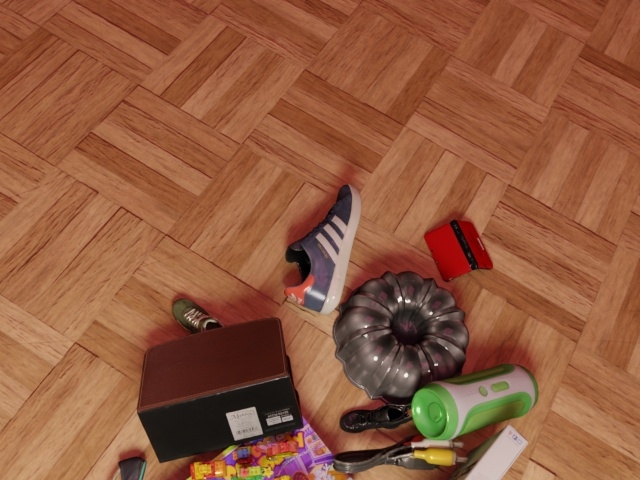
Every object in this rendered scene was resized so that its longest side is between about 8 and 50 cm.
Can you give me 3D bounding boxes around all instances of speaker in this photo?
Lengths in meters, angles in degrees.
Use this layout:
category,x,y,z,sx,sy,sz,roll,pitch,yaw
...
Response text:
category,x,y,z,sx,sy,sz,roll,pitch,yaw
speaker,0.340,0.348,1.559,0.296,0.131,0.131,-4,60,-37

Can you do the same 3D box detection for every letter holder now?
category,x,y,z,sx,sy,sz,roll,pitch,yaw
letter holder,-0.206,0.300,1.493,0.301,0.152,0.214,-14,31,-1

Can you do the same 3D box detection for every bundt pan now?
category,x,y,z,sx,sy,sz,roll,pitch,yaw
bundt pan,0.198,0.209,1.660,0.330,0.124,0.331,5,60,-8

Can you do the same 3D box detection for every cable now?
category,x,y,z,sx,sy,sz,roll,pitch,yaw
cable,0.157,0.435,1.506,0.287,0.139,0.072,7,100,-17

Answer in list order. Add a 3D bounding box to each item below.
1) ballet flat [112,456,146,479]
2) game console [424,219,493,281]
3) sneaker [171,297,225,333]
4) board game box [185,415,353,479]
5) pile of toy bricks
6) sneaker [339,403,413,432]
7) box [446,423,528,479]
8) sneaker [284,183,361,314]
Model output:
category,x,y,z,sx,sy,sz,roll,pitch,yaw
ballet flat,-0.391,0.526,1.409,0.074,0.074,0.203,6,55,-7
game console,0.357,0.028,1.850,0.124,0.085,0.144,4,56,-44
sneaker,-0.258,0.187,1.607,0.192,0.086,0.064,42,63,13
board game box,-0.128,0.526,1.451,0.347,0.078,0.233,-34,72,-24
pile of toy bricks,-0.140,0.453,1.382,0.212,0.105,0.118,-5,63,-12
sneaker,0.131,0.384,1.569,0.170,0.089,0.051,0,62,-11
box,0.267,0.526,1.435,0.058,0.232,0.322,43,63,14
sneaker,0.000,0.000,1.731,0.148,0.131,0.350,17,60,-6
